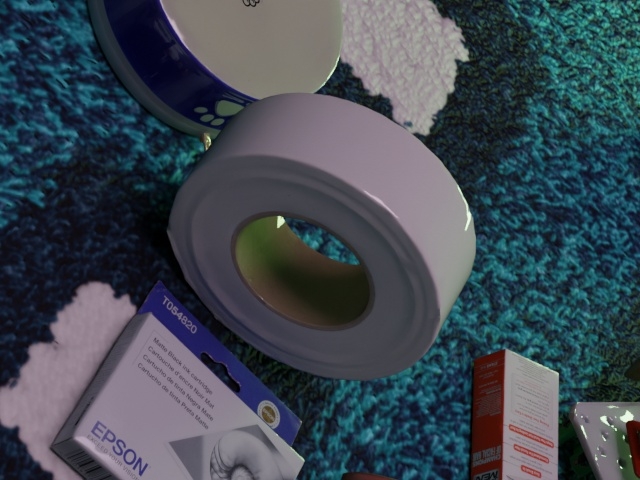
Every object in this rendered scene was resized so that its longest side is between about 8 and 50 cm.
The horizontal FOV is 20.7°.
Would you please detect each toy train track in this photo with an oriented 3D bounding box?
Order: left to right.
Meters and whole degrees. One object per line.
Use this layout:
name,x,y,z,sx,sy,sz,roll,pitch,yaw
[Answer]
toy train track,-0.115,-0.067,1.784,0.048,0.014,0.083,-8,89,-58

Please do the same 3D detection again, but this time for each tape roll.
tape roll,0.000,0.000,1.677,0.286,0.286,0.100,48,47,-18

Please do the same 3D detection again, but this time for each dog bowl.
dog bowl,-0.105,-0.245,1.810,0.265,0.104,0.265,19,60,-37

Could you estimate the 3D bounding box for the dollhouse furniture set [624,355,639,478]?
dollhouse furniture set,0.471,0.271,2.037,0.259,0.135,0.262,17,45,-18

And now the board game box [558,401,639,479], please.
board game box,0.478,0.373,2.067,0.390,0.050,0.390,5,54,-42

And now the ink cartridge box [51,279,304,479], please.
ink cartridge box,-0.117,0.179,1.657,0.223,0.045,0.224,45,47,-19

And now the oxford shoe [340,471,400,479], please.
oxford shoe,0.144,0.350,1.797,0.348,0.123,0.130,26,71,-26

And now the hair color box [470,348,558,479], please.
hair color box,0.217,0.216,1.952,0.093,0.053,0.167,26,55,-35
